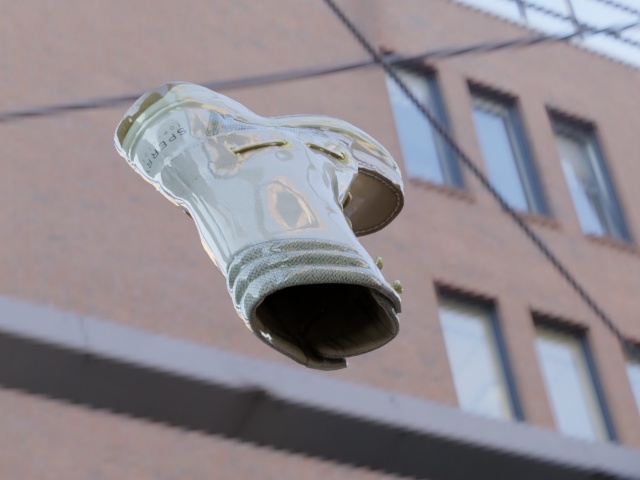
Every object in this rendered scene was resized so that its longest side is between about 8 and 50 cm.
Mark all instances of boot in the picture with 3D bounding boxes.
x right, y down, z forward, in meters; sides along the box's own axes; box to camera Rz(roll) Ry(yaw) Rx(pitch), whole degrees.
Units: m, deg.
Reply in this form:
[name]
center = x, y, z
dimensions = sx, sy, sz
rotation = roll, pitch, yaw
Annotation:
[boot]
center = 0.000, 0.000, 1.056
dimensions = 0.213, 0.165, 0.077
rotation = 15, -59, -48
